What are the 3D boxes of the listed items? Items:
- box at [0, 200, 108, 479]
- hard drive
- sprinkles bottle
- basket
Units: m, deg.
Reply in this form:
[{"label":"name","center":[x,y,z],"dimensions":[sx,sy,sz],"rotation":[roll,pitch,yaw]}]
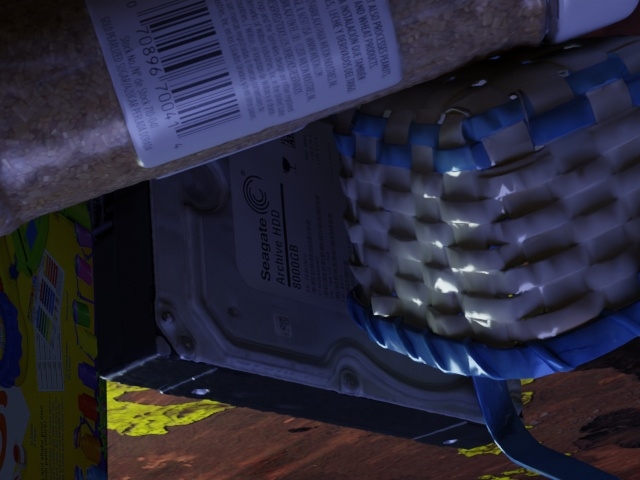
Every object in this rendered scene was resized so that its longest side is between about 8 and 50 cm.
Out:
[{"label":"box","center":[-0.282,0.070,1.047],"dimensions":[0.177,0.290,0.279],"rotation":[-11,156,15]},{"label":"hard drive","center":[0.000,0.000,1.016],"dimensions":[0.339,0.237,0.064],"rotation":[17,148,-42]},{"label":"sprinkles bottle","center":[-0.021,-0.114,0.780],"dimensions":[0.355,0.121,0.121],"rotation":[-19,158,-5]},{"label":"basket","center":[0.136,0.028,0.884],"dimensions":[0.201,0.289,0.255],"rotation":[-21,-162,-21]}]
